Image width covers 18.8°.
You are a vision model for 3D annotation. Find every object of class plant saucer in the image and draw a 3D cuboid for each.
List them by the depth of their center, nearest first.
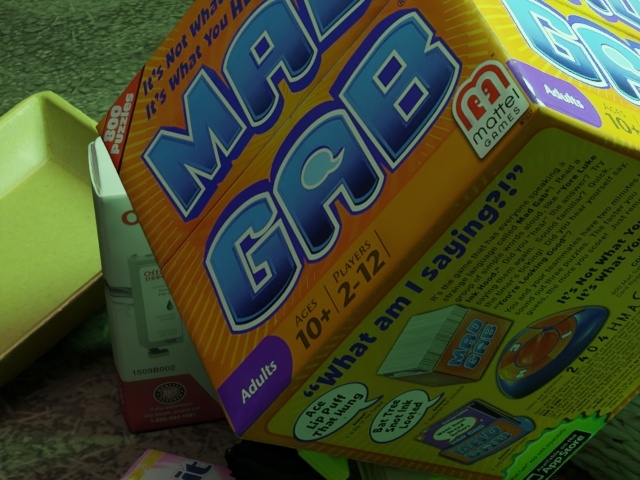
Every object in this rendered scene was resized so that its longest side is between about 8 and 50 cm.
[{"bbox_3d":[-0.332,0.013,2.108,0.333,0.081,0.333,-41,44,-16],"label":"plant saucer"}]

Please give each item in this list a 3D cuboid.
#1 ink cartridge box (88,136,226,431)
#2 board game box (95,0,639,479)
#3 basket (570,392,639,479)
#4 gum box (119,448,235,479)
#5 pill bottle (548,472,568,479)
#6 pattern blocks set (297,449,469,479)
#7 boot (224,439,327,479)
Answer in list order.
[{"bbox_3d":[-0.113,0.033,1.927,0.207,0.283,0.117,-8,32,-6],"label":"ink cartridge box"},{"bbox_3d":[0.101,-0.057,1.594,0.356,0.356,0.356,16,35,-43],"label":"board game box"},{"bbox_3d":[0.358,0.053,1.862,0.331,0.266,0.328,-25,38,-29],"label":"basket"},{"bbox_3d":[-0.150,0.270,1.760,0.107,0.062,0.188,13,36,24],"label":"gum box"},{"bbox_3d":[0.194,0.247,1.738,0.086,0.086,0.152,-28,39,-33],"label":"pill bottle"},{"bbox_3d":[0.098,0.219,1.590,0.285,0.026,0.325,33,23,-13],"label":"pattern blocks set"},{"bbox_3d":[-0.013,0.265,1.618,0.094,0.207,0.246,-12,33,-12],"label":"boot"}]
